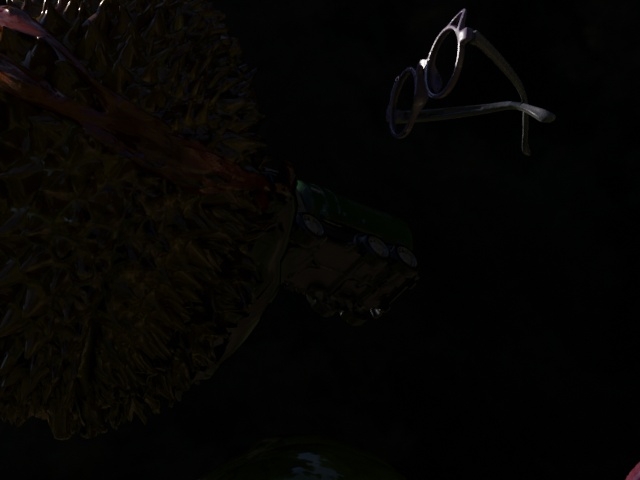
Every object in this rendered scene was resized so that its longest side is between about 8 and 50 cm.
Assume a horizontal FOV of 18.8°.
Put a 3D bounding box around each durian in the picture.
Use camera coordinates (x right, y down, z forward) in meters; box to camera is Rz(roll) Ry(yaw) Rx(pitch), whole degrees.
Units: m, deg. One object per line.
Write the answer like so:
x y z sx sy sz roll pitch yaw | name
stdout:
-0.179 -0.034 1.526 0.348 0.384 0.347 6 -9 1 | durian

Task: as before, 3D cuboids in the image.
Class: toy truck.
0.000 0.000 1.989 0.242 0.125 0.101 19 -51 -41 | toy truck

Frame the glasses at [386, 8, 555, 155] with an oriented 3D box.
0.120 -0.108 1.427 0.104 0.062 0.140 11 -27 -18 | glasses

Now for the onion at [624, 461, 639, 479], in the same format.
0.397 0.295 1.934 0.230 0.230 0.163 -22 9 2 | onion

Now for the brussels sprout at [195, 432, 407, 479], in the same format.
-0.044 0.264 1.501 0.271 0.210 0.219 -17 6 18 | brussels sprout
